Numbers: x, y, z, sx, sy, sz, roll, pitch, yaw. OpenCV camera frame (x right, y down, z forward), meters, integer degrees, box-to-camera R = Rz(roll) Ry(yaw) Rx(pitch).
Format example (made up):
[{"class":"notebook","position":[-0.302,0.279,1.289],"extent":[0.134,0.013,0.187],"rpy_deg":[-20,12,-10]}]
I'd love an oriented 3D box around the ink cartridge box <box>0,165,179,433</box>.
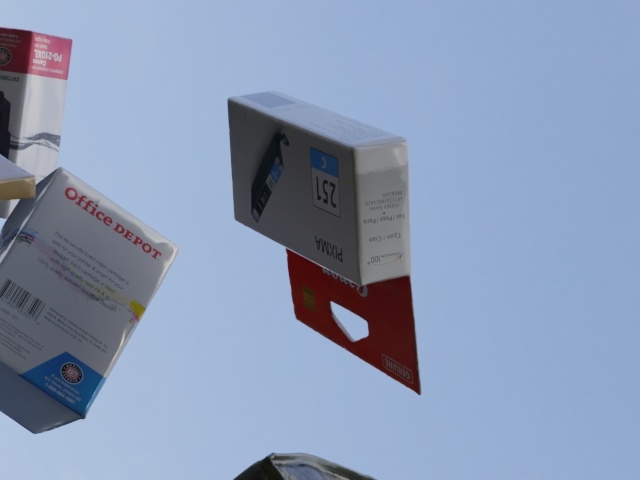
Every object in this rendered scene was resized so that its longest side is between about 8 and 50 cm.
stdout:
[{"class":"ink cartridge box","position":[-0.305,0.070,2.180],"extent":[0.171,0.233,0.168],"rpy_deg":[36,-25,-15]}]

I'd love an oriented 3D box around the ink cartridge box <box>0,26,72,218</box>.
[{"class":"ink cartridge box","position":[-0.420,-0.149,2.424],"extent":[0.172,0.100,0.237],"rpy_deg":[9,-87,25]}]

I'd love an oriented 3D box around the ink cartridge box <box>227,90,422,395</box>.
[{"class":"ink cartridge box","position":[0.000,0.000,1.947],"extent":[0.296,0.066,0.261],"rpy_deg":[26,-56,61]}]

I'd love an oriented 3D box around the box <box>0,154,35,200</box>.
[{"class":"box","position":[-0.367,-0.059,1.643],"extent":[0.164,0.201,0.021],"rpy_deg":[29,-62,50]}]

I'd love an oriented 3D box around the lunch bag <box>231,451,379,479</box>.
[{"class":"lunch bag","position":[-0.046,0.342,1.977],"extent":[0.235,0.287,0.169],"rpy_deg":[-36,-109,16]}]
